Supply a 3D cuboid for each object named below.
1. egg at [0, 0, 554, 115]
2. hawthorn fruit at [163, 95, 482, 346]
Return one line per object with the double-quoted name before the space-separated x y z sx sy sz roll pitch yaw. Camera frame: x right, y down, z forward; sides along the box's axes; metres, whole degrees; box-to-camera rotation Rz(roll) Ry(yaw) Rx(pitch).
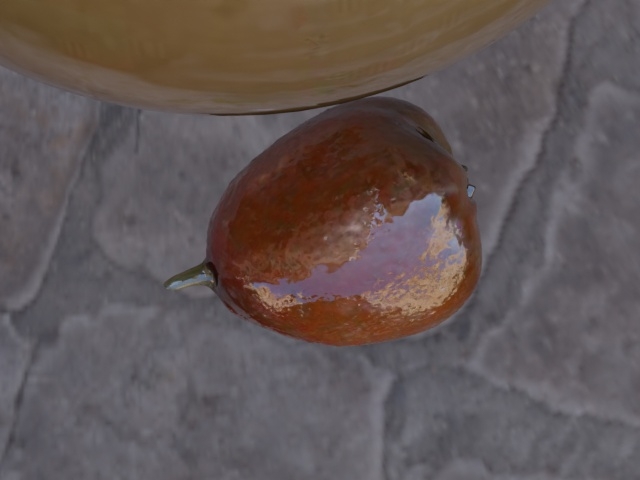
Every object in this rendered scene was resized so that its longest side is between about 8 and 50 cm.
"egg" -0.027 -0.187 0.481 0.301 0.374 0.301 0 82 3
"hawthorn fruit" 0.000 0.000 1.382 0.251 0.199 0.199 -21 120 -3
